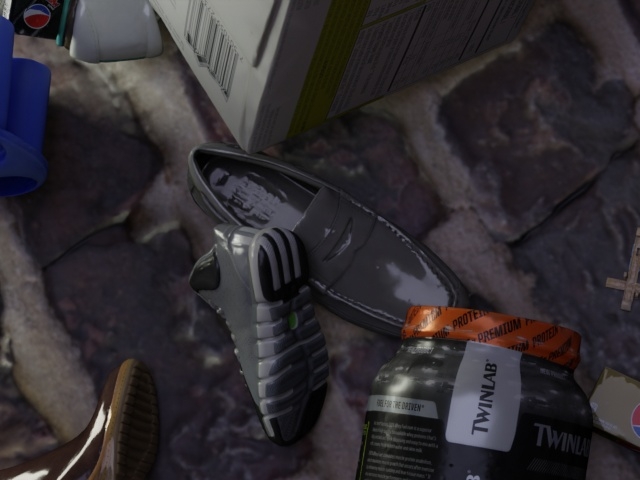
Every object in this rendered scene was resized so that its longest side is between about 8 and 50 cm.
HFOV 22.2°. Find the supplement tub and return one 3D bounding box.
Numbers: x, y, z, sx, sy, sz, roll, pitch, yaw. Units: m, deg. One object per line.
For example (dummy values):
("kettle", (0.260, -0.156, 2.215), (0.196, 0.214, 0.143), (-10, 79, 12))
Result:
("supplement tub", (0.131, 0.238, 1.472), (0.207, 0.207, 0.338), (8, 83, 13))

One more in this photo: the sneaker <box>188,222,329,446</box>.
("sneaker", (-0.067, 0.084, 1.612), (0.132, 0.086, 0.229), (16, 118, 42))

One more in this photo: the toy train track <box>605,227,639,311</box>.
("toy train track", (0.306, 0.027, 1.593), (0.048, 0.014, 0.083), (11, 79, 14))

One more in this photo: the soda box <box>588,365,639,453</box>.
("soda box", (0.337, 0.185, 1.524), (0.181, 0.061, 0.058), (24, 82, 16))

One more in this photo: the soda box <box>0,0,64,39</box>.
("soda box", (-0.324, -0.264, 1.720), (0.169, 0.060, 0.053), (44, 124, 53))

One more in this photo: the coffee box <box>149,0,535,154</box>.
("coffee box", (0.013, -0.346, 1.524), (0.334, 0.338, 0.338), (-25, 72, -20))

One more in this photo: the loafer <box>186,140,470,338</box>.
("loafer", (0.000, 0.000, 1.612), (0.319, 0.111, 0.112), (28, 84, 17))

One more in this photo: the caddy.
("caddy", (-0.438, -0.127, 1.671), (0.341, 0.241, 0.179), (5, 72, 13))

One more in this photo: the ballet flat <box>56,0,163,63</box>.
("ballet flat", (-0.184, -0.377, 1.746), (0.139, 0.139, 0.400), (8, 83, 14))

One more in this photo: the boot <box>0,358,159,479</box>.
("boot", (-0.277, 0.234, 1.631), (0.207, 0.090, 0.248), (-1, 64, 22))
